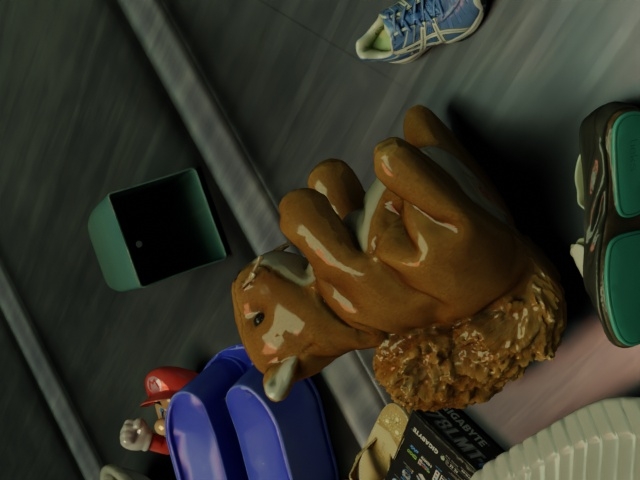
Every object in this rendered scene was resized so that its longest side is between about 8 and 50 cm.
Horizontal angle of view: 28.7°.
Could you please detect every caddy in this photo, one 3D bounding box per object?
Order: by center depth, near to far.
[{"bbox_3d":[-0.105,0.342,2.058,0.241,0.179,0.341,-9,99,27],"label":"caddy"}]

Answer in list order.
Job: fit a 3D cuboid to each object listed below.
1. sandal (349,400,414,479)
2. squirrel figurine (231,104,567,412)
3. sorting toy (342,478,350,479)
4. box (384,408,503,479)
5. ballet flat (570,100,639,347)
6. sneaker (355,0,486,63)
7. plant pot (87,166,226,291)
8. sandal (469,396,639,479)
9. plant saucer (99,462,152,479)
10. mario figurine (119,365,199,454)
[{"bbox_3d":[0.077,0.342,1.910,0.088,0.079,0.240,43,134,31],"label":"sandal"},{"bbox_3d":[0.089,0.083,1.575,0.370,0.281,0.397,-41,101,18],"label":"squirrel figurine"},{"bbox_3d":[0.043,0.437,2.022,0.061,0.042,0.102,-1,105,50],"label":"sorting toy"},{"bbox_3d":[0.210,0.424,1.792,0.295,0.073,0.293,42,135,31],"label":"box"},{"bbox_3d":[0.338,-0.020,1.441,0.096,0.095,0.281,13,105,63],"label":"ballet flat"},{"bbox_3d":[0.128,-0.274,1.584,0.211,0.081,0.080,-32,79,50],"label":"sneaker"},{"bbox_3d":[-0.305,-0.005,2.161,0.234,0.165,0.166,-19,91,60],"label":"plant pot"},{"bbox_3d":[0.338,0.289,1.532,0.416,0.102,0.169,-26,66,50],"label":"sandal"},{"bbox_3d":[-0.290,0.594,2.403,0.400,0.100,0.400,46,151,36],"label":"plant saucer"},{"bbox_3d":[-0.239,0.378,2.218,0.170,0.198,0.321,-172,60,-77],"label":"mario figurine"}]
